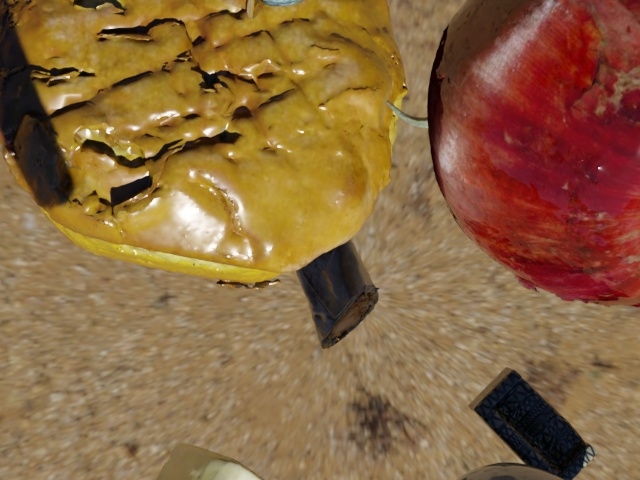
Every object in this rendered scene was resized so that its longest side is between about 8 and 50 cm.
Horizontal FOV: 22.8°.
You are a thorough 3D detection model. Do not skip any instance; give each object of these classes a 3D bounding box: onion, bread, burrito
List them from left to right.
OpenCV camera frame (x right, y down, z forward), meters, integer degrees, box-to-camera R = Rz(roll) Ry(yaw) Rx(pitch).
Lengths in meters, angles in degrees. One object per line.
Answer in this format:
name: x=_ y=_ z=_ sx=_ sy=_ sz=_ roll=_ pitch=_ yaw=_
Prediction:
bread: x=-0.118 y=-0.141 z=1.488 sx=0.398 sy=0.215 sz=0.398 roll=4 pitch=70 yaw=-10
burrito: x=0.000 y=0.000 z=1.760 sx=0.087 sy=0.060 sz=0.226 roll=-27 pitch=74 yaw=21
onion: x=0.209 y=-0.083 z=1.050 sx=0.276 sy=0.276 sz=0.276 roll=0 pitch=88 yaw=1

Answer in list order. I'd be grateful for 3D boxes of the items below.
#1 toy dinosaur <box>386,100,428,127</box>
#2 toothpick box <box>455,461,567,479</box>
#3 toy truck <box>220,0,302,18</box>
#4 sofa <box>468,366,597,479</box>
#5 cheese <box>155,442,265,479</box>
toy dinosaur: x=0.133 y=-0.079 z=1.251 sx=0.180 sy=0.037 sz=0.058 roll=9 pitch=81 yaw=13
toothpick box: x=0.138 y=0.346 z=1.365 sx=0.263 sy=0.263 sz=0.354 roll=38 pitch=110 yaw=2
toy truck: x=-0.031 y=-0.179 z=0.676 sx=0.115 sy=0.177 sz=0.080 roll=19 pitch=132 yaw=14
sofa: x=0.205 y=0.182 z=1.535 sx=0.060 sy=0.039 sz=0.118 roll=-45 pitch=95 yaw=-4
cheese: x=-0.103 y=0.367 z=1.527 sx=0.124 sy=0.242 sz=0.265 roll=11 pitch=64 yaw=35
